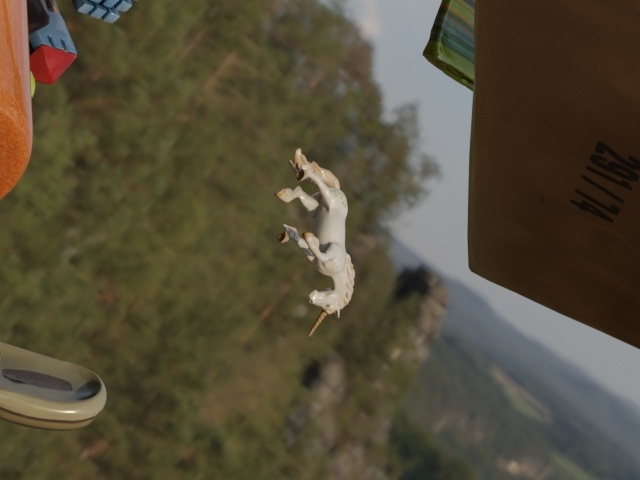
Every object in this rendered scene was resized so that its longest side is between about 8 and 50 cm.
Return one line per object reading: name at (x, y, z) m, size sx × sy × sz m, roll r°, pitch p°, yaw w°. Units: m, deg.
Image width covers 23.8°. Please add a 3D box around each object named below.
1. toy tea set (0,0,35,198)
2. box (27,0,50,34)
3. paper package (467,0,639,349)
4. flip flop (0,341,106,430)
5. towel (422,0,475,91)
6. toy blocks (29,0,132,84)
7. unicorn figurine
toy tea set at (-0.191, -0.114, 0.426) m, size 0.336 × 0.200 × 0.124 m, roll 94°, pitch -19°, yaw -55°
box at (-0.313, -0.224, 0.718) m, size 0.143 × 0.191 × 0.381 m, roll 6°, pitch -54°, yaw 62°
paper package at (0.211, -0.055, 0.517) m, size 0.309 × 0.168 × 0.325 m, roll 25°, pitch -17°, yaw 15°
flip flop at (-0.307, 0.094, 1.284) m, size 0.277 × 0.080 × 0.112 m, roll 16°, pitch 27°, yaw -23°
towel at (0.124, -0.192, 0.820) m, size 0.021 × 0.237 × 0.102 m, roll 22°, pitch 1°, yaw 33°
toy blocks at (-0.226, -0.322, 1.390) m, size 0.191 × 0.381 × 0.261 m, roll 12°, pitch 47°, yaw -55°
unicorn figurine at (0.000, 0.000, 1.460) m, size 0.060 × 0.162 × 0.111 m, roll 1°, pitch -21°, yaw 36°
